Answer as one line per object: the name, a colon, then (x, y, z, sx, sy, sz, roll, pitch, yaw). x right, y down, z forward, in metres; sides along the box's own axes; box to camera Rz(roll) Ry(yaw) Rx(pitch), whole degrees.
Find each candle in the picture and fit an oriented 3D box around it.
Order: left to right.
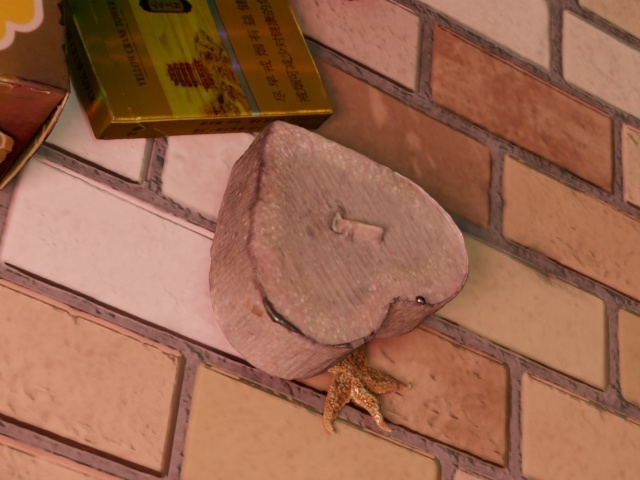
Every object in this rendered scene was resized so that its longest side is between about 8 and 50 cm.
candle: (0.000, 0.000, 1.089, 0.192, 0.068, 0.168, -19, 71, -43)

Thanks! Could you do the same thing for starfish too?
starfish: (0.018, 0.091, 1.088, 0.086, 0.016, 0.092, 34, 49, -4)

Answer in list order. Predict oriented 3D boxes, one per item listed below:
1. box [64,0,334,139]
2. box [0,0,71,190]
box: (-0.090, -0.131, 1.141, 0.193, 0.030, 0.121, -6, 66, -39)
box: (-0.360, -0.242, 0.934, 0.420, 0.138, 0.373, 12, 55, -31)
